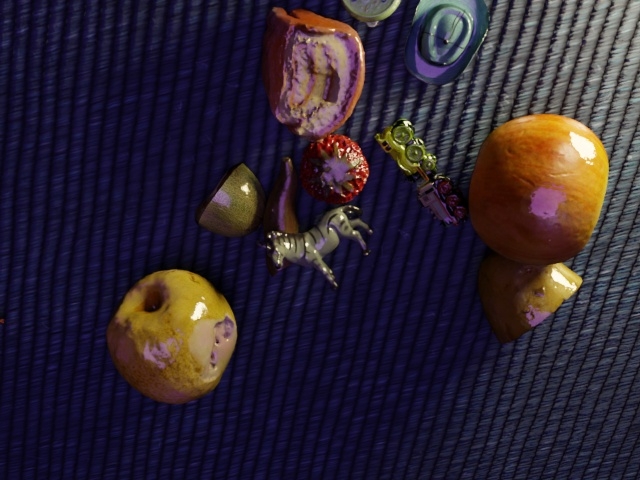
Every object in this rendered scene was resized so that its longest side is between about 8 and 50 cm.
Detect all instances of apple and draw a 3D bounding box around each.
[{"bbox_3d":[0.398,-0.094,1.410,0.233,0.286,0.286,14,109,13],"label":"apple"}]

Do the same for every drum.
[{"bbox_3d":[0.153,-0.484,1.370,0.253,0.049,0.130,-22,96,12],"label":"drum"}]

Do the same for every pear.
[{"bbox_3d":[-0.289,0.197,1.519,0.271,0.271,0.271,0,109,0],"label":"pear"}]

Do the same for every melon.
[{"bbox_3d":[-0.171,-0.063,1.513,0.128,0.079,0.160,33,105,-9],"label":"melon"}]

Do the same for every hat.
[{"bbox_3d":[0.232,-0.379,1.405,0.138,0.078,0.191,20,108,-2],"label":"hat"}]

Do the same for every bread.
[{"bbox_3d":[-0.016,-0.301,1.411,0.190,0.123,0.244,3,110,-3],"label":"bread"}]

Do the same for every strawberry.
[{"bbox_3d":[0.024,-0.136,1.486,0.145,0.086,0.145,-1,109,-2],"label":"strawberry"}]

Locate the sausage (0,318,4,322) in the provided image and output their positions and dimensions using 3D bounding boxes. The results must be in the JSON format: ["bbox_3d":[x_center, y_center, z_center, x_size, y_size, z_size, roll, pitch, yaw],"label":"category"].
[{"bbox_3d":[-0.841,0.159,1.600,0.347,0.053,0.053,3,109,-1],"label":"sausage"}]

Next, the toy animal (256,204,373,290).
[{"bbox_3d":[-0.003,0.000,1.500,0.217,0.073,0.176,-46,108,-15],"label":"toy animal"}]

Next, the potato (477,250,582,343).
[{"bbox_3d":[0.393,0.088,1.532,0.158,0.178,0.203,46,118,2],"label":"potato"}]

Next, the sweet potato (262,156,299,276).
[{"bbox_3d":[-0.076,-0.049,1.525,0.077,0.077,0.244,3,104,-1],"label":"sweet potato"}]

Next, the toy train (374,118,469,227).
[{"bbox_3d":[0.209,-0.128,1.509,0.085,0.053,0.250,-34,106,19],"label":"toy train"}]
